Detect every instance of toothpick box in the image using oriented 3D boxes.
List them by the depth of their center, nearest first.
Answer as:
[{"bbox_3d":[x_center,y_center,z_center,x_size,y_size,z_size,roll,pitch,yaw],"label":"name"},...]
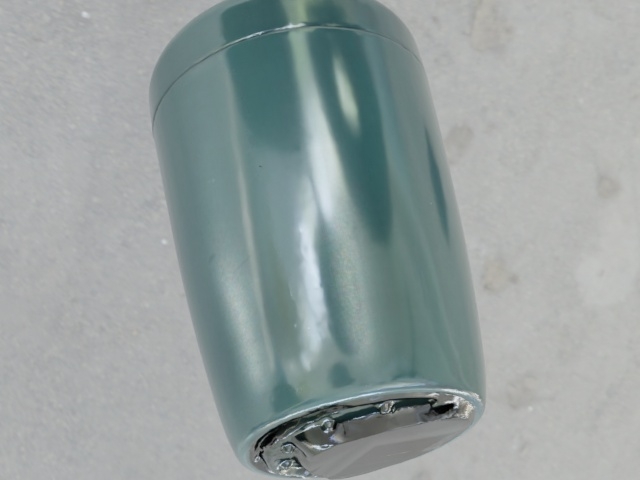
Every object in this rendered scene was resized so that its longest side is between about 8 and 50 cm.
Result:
[{"bbox_3d":[0.000,0.000,0.449,0.120,0.184,0.120,-10,152,-5],"label":"toothpick box"}]
